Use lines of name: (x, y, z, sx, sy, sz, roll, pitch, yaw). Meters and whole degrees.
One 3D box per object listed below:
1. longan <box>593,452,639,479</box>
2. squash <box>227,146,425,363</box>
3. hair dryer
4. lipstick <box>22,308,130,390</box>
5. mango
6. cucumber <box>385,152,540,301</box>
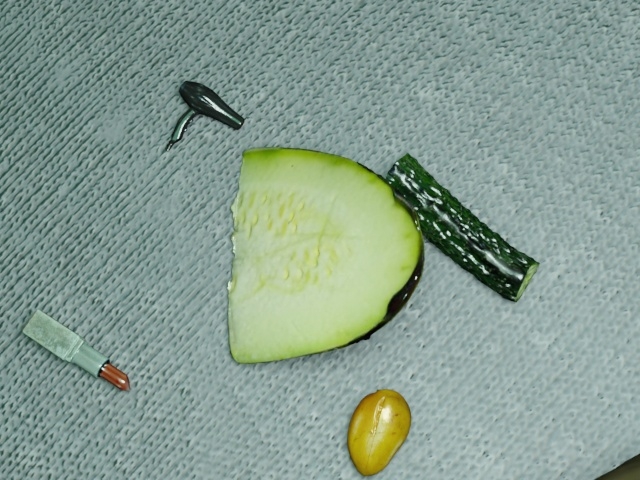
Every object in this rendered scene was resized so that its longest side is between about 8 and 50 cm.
longan: (0.311, 0.344, 0.968, 0.405, 0.336, 0.404, -16, 38, 13)
squash: (0.000, 0.000, 1.175, 0.204, 0.155, 0.236, 1, 77, 3)
hair dryer: (-0.134, -0.125, 1.287, 0.079, 0.031, 0.083, 35, 95, 4)
lipstick: (-0.248, 0.119, 1.225, 0.129, 0.030, 0.030, 32, 80, 12)
mango: (0.057, 0.192, 1.171, 0.060, 0.046, 0.089, 16, 82, 8)
cucumber: (0.142, -0.011, 1.214, 0.187, 0.058, 0.058, 42, 82, 12)
